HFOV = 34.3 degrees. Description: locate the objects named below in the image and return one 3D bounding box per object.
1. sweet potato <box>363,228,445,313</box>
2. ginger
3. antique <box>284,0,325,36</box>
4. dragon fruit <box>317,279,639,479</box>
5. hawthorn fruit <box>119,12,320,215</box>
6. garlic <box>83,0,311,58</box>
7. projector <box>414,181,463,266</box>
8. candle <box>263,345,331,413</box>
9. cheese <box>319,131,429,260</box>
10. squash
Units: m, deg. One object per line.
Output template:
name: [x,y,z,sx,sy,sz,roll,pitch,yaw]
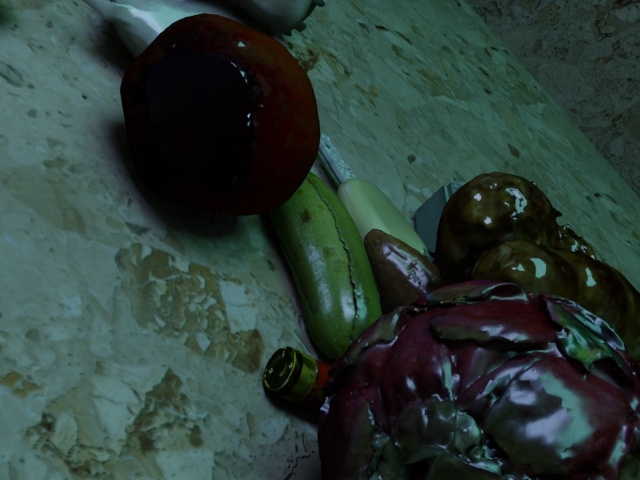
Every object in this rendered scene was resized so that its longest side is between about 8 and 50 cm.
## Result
sweet potato: [0.135,0.090,1.271,0.252,0.097,0.097,50,25,3]
ginger: [0.266,0.073,1.197,0.418,0.176,0.254,41,19,-40]
antique: [-0.082,-0.464,1.727,0.150,0.125,0.284,16,38,-45]
dragon fruit: [0.151,0.190,0.903,0.329,0.329,0.329,35,27,-21]
hawthorn fruit: [-0.095,-0.132,1.130,0.249,0.215,0.215,7,45,-51]
garlic: [-0.136,-0.312,1.301,0.246,0.231,0.340,50,20,3]
projector: [0.236,0.043,1.487,0.192,0.099,0.257,35,27,-19]
candle: [0.007,0.151,1.034,0.130,0.052,0.052,30,29,-33]
cheese: [0.052,-0.059,1.414,0.127,0.054,0.252,13,40,-54]
squash: [0.000,0.000,1.204,0.094,0.094,0.341,22,33,-41]
